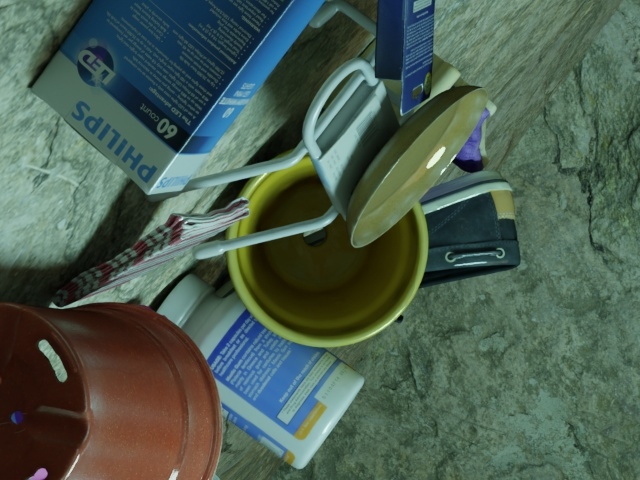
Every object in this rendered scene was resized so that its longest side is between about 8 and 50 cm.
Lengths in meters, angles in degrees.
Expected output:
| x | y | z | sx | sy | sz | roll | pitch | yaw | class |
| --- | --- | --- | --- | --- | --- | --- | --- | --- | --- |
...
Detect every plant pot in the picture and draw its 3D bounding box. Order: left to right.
| x | y | z | sx | sy | sz | roll | pitch | yaw | class |
| --- | --- | --- | --- | --- | --- | --- | --- | --- | --- |
| -0.264 | 0.176 | 1.487 | 0.272 | 0.272 | 0.265 | -49 | 162 | 2 | plant pot |
| 0.000 | 0.000 | 1.996 | 0.254 | 0.254 | 0.239 | -49 | -174 | -1 | plant pot |
| 0.104 | -0.091 | 1.764 | 0.236 | 0.032 | 0.236 | -45 | 166 | -15 | plant pot |

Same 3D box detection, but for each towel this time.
| x | y | z | sx | sy | sz | roll | pitch | yaw | class |
| --- | --- | --- | --- | --- | --- | --- | --- | --- | --- |
| -0.182 | 0.010 | 1.650 | 0.197 | 0.029 | 0.144 | -28 | 177 | 29 | towel |

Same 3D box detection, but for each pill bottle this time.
| x | y | z | sx | sy | sz | roll | pitch | yaw | class |
| --- | --- | --- | --- | --- | --- | --- | --- | --- | --- |
| -0.092 | 0.163 | 2.016 | 0.152 | 0.272 | 0.152 | -53 | 175 | -7 | pill bottle |

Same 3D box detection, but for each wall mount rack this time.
| x | y | z | sx | sy | sz | roll | pitch | yaw | class |
| --- | --- | --- | --- | --- | --- | --- | --- | --- | --- |
| -0.029 | -0.096 | 1.726 | 0.304 | 0.130 | 0.350 | -50 | 159 | -8 | wall mount rack |

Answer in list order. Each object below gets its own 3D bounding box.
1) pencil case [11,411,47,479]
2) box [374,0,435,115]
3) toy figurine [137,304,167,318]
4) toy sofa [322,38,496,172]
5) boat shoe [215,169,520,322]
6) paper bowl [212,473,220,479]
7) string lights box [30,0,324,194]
| x | y | z | sx | sy | sz | roll | pitch | yaw | class |
| --- | --- | --- | --- | --- | --- | --- | --- | --- | --- |
| -0.338 | 0.239 | 1.769 | 0.104 | 0.104 | 0.236 | -47 | 172 | -9 | pencil case |
| 0.093 | -0.253 | 1.620 | 0.136 | 0.036 | 0.225 | -39 | 132 | -67 | box |
| -0.248 | 0.153 | 1.916 | 0.173 | 0.130 | 0.159 | -12 | 135 | -31 | toy figurine |
| 0.121 | -0.142 | 2.097 | 0.150 | 0.177 | 0.362 | -48 | 170 | -5 | toy sofa |
| 0.058 | 0.055 | 2.216 | 0.500 | 0.156 | 0.187 | -21 | 171 | 6 | boat shoe |
| -0.254 | 0.403 | 2.213 | 0.284 | 0.284 | 0.148 | -38 | 164 | -46 | paper bowl |
| -0.095 | -0.177 | 1.198 | 0.260 | 0.133 | 0.077 | -51 | 170 | 15 | string lights box |
